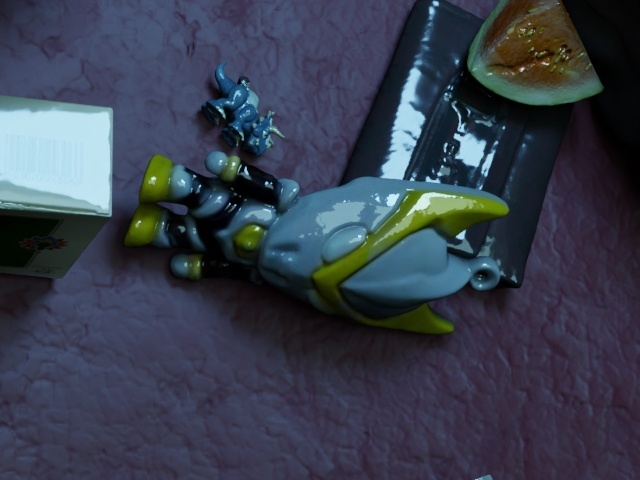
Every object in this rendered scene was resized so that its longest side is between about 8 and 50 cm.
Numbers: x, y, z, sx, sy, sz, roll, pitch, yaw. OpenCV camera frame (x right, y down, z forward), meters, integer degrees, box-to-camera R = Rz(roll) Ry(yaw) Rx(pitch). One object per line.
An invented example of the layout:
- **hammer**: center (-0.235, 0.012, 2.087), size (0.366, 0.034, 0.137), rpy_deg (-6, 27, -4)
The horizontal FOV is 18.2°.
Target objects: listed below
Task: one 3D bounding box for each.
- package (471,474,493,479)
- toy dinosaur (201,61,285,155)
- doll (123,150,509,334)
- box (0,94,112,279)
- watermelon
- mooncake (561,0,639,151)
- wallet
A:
- **package**: center (0.054, 0.326, 1.641), size (0.251, 0.062, 0.204), rpy_deg (-17, 85, -11)
- **toy dinosaur**: center (-0.068, -0.111, 1.702), size (0.047, 0.030, 0.083), rpy_deg (-43, 96, -25)
- **doll**: center (0.001, -0.003, 1.649), size (0.316, 0.103, 0.145), rpy_deg (13, 103, -11)
- **box**: center (-0.281, -0.043, 1.528), size (0.212, 0.168, 0.095), rpy_deg (5, 71, -20)
- **watermelon**: center (0.190, -0.191, 1.746), size (0.125, 0.094, 0.135), rpy_deg (4, 65, -8)
- **mooncake**: center (0.337, -0.183, 1.747), size (0.154, 0.306, 0.306), rpy_deg (-21, 86, -18)
- **wallet**: center (0.128, -0.090, 1.766), size (0.182, 0.049, 0.229), rpy_deg (25, 68, -11)
